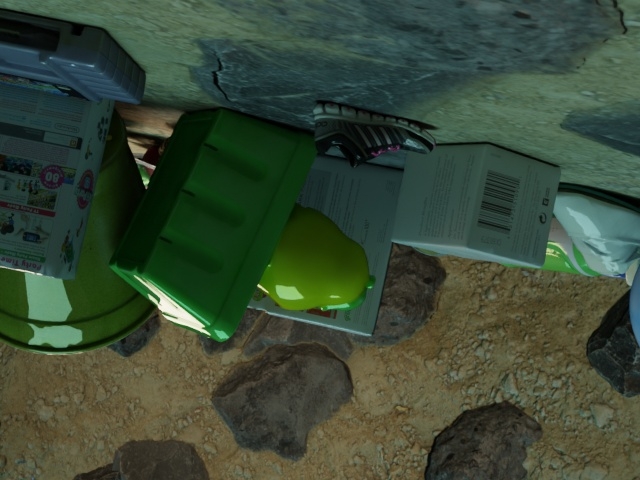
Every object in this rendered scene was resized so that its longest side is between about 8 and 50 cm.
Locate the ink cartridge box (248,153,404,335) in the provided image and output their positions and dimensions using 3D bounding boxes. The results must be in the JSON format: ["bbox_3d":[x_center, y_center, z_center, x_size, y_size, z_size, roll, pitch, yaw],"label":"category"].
[{"bbox_3d":[0.000,0.000,1.704,0.272,0.309,0.130,12,177,6],"label":"ink cartridge box"}]

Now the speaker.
[{"bbox_3d":[0.441,-0.001,1.726,0.131,0.131,0.296,13,177,-27],"label":"speaker"}]

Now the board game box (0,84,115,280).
[{"bbox_3d":[-0.441,-0.113,1.300,0.224,0.303,0.097,12,177,4],"label":"board game box"}]

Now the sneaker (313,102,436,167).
[{"bbox_3d":[0.067,-0.129,1.201,0.170,0.075,0.063,12,177,-9],"label":"sneaker"}]

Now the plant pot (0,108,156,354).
[{"bbox_3d":[-0.449,-0.056,1.548,0.366,0.366,0.353,12,137,2],"label":"plant pot"}]

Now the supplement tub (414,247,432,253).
[{"bbox_3d":[0.213,-0.047,1.546,0.144,0.144,0.200,12,177,0],"label":"supplement tub"}]

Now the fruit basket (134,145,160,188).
[{"bbox_3d":[-0.313,-0.124,2.043,0.353,0.165,0.327,15,177,14],"label":"fruit basket"}]

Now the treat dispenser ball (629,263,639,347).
[{"bbox_3d":[0.611,0.098,1.342,0.288,0.288,0.288,12,177,1],"label":"treat dispenser ball"}]

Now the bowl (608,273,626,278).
[{"bbox_3d":[0.566,0.016,2.067,0.391,0.077,0.391,12,178,0],"label":"bowl"}]

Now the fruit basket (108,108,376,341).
[{"bbox_3d":[-0.104,-0.003,1.493,0.392,0.392,0.283,13,177,-32],"label":"fruit basket"}]

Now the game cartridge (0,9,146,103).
[{"bbox_3d":[-0.418,-0.243,1.143,0.355,0.068,0.230,12,173,3],"label":"game cartridge"}]

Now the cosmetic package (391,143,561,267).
[{"bbox_3d":[0.226,-0.051,1.331,0.151,0.151,0.183,13,178,-31],"label":"cosmetic package"}]

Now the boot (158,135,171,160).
[{"bbox_3d":[-0.251,-0.043,1.791,0.138,0.284,0.377,-6,173,-11],"label":"boot"}]

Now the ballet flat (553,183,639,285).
[{"bbox_3d":[0.527,0.009,1.528,0.400,0.139,0.139,14,177,-34],"label":"ballet flat"}]
